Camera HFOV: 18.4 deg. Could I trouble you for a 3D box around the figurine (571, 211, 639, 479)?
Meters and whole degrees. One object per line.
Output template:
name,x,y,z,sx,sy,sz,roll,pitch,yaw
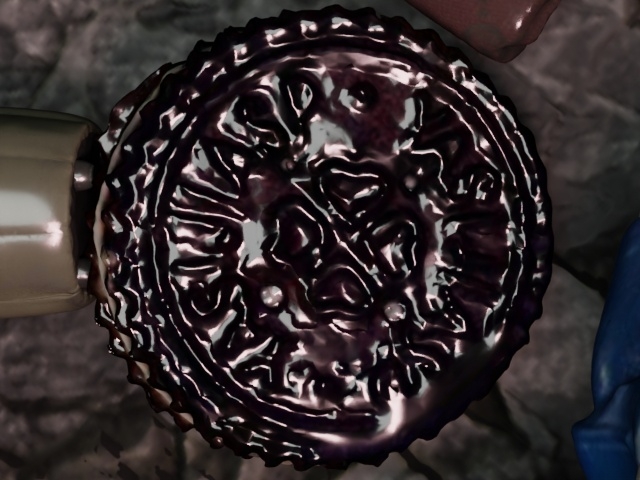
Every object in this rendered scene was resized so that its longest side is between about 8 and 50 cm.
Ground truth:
figurine,0.127,0.068,0.716,0.204,0.283,0.338,40,128,-7

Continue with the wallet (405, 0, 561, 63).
wallet,0.036,-0.206,0.809,0.229,0.049,0.182,35,102,10

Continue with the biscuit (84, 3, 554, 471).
biscuit,0.000,0.000,0.799,0.195,0.053,0.194,-1,94,-11

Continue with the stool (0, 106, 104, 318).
stool,-0.142,-0.012,0.833,0.110,0.096,0.096,0,93,7
